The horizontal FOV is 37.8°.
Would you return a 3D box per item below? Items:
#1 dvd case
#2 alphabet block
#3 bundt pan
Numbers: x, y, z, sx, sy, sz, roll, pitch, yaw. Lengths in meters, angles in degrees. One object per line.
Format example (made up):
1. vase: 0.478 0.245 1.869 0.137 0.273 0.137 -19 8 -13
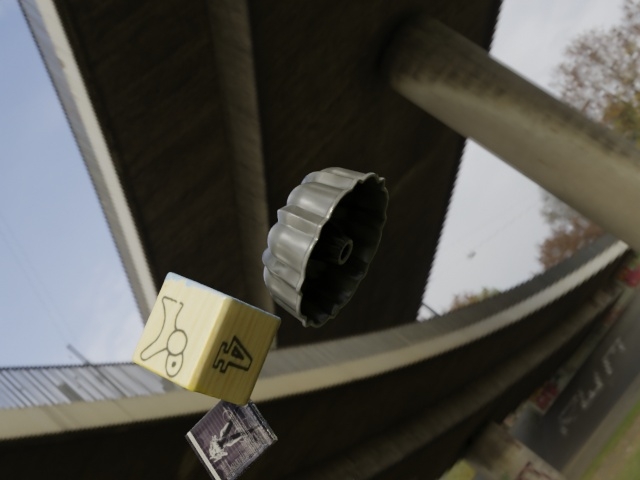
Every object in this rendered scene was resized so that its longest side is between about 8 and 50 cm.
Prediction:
1. dvd case: -0.213 0.466 2.206 0.221 0.164 0.018 -47 -21 26
2. alphabet block: -0.230 0.201 1.897 0.193 0.192 0.197 30 -98 -50
3. bundt pan: 0.000 0.000 1.839 0.331 0.124 0.331 -46 -30 -37
